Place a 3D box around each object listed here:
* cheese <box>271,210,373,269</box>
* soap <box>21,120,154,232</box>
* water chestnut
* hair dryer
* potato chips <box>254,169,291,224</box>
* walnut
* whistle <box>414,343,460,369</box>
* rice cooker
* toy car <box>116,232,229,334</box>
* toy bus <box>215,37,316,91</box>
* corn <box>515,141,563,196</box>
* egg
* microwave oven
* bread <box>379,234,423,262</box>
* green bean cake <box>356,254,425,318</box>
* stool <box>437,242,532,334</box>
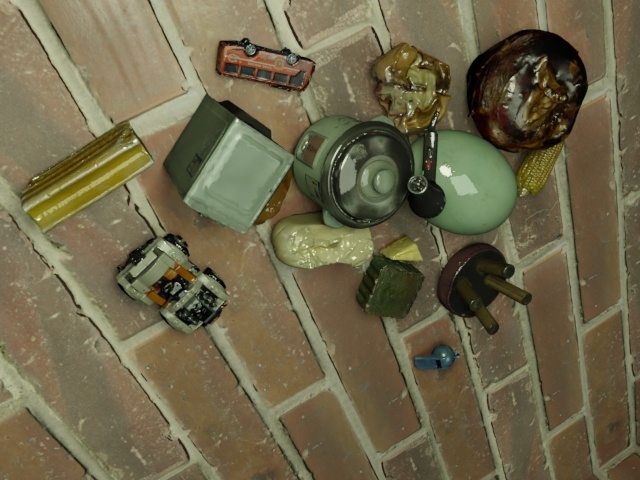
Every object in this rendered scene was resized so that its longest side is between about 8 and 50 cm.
[{"bbox_3d":[0.000,0.000,1.487,0.266,0.233,0.127,-8,107,-24],"label":"cheese"},{"bbox_3d":[-0.511,-0.145,1.212,0.274,0.173,0.089,-34,124,-7],"label":"soap"},{"bbox_3d":[0.575,-0.395,1.495,0.335,0.347,0.335,-6,112,-15],"label":"water chestnut"},{"bbox_3d":[0.254,-0.196,1.334,0.235,0.091,0.271,28,64,-69],"label":"hair dryer"},{"bbox_3d":[-0.146,-0.135,1.445,0.150,0.049,0.201,-21,132,-34],"label":"potato chips"},{"bbox_3d":[0.234,-0.408,1.457,0.204,0.141,0.238,-38,123,-19],"label":"walnut"},{"bbox_3d":[0.417,0.412,1.961,0.158,0.090,0.090,-6,123,22],"label":"whistle"},{"bbox_3d":[0.082,-0.178,1.392,0.264,0.316,0.316,27,100,-34],"label":"rice cooker"},{"bbox_3d":[-0.369,0.120,1.437,0.193,0.118,0.301,-43,124,-4],"label":"toy car"},{"bbox_3d":[-0.130,-0.422,1.326,0.235,0.073,0.096,6,119,-26],"label":"toy bus"},{"bbox_3d":[0.705,-0.258,1.767,0.097,0.097,0.261,22,100,-31],"label":"corn"},{"bbox_3d":[0.393,-0.160,1.558,0.389,0.276,0.276,24,101,-34],"label":"egg"},{"bbox_3d":[-0.211,-0.178,1.262,0.181,0.295,0.237,31,98,-32],"label":"microwave oven"},{"bbox_3d":[0.251,0.048,1.702,0.109,0.084,0.080,-30,120,-10],"label":"bread"},{"bbox_3d":[0.213,0.144,1.724,0.181,0.094,0.173,13,108,-29],"label":"green bean cake"},{"bbox_3d":[0.545,0.159,1.833,0.272,0.178,0.272,-11,118,-22],"label":"stool"}]
